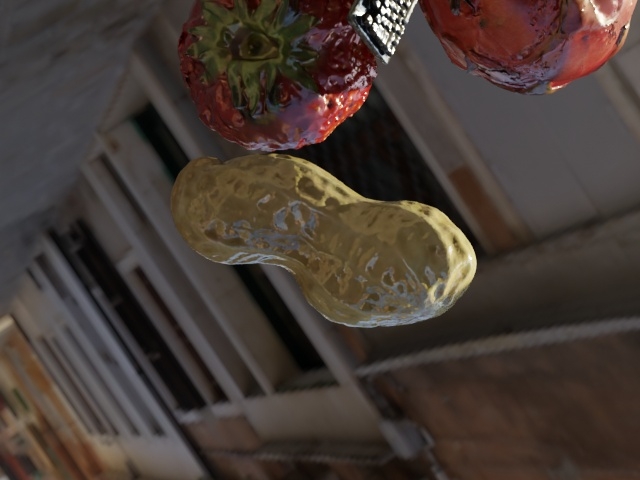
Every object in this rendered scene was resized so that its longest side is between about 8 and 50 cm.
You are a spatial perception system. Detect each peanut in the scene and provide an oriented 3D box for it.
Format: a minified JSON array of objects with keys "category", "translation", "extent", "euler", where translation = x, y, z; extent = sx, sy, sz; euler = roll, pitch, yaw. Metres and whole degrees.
[{"category":"peanut","translation":[0.000,0.000,1.291],"extent":[0.120,0.298,0.136],"euler":[115,-3,-70]}]

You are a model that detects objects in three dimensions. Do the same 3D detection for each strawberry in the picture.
[{"category":"strawberry","translation":[-0.043,-0.235,1.720],"extent":[0.257,0.257,0.277],"euler":[-33,164,20]}]

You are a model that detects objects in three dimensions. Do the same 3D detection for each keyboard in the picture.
[{"category":"keyboard","translation":[0.090,-0.289,1.324],"extent":[0.025,0.093,0.230],"euler":[13,-110,35]}]

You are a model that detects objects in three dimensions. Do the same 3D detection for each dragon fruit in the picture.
[{"category":"dragon fruit","translation":[0.256,-0.336,1.681],"extent":[0.295,0.295,0.301],"euler":[-34,155,-1]}]
